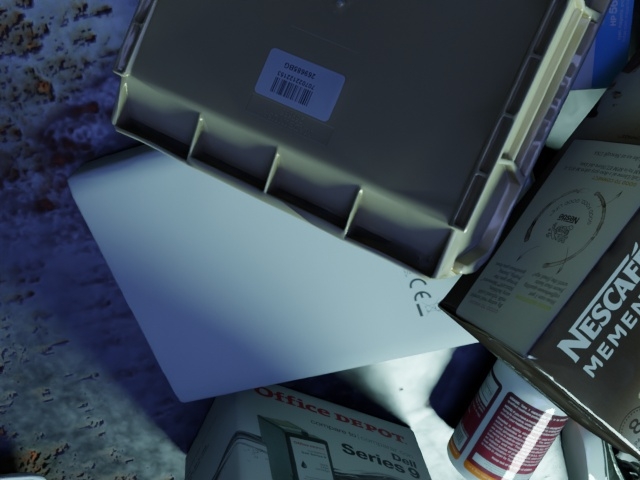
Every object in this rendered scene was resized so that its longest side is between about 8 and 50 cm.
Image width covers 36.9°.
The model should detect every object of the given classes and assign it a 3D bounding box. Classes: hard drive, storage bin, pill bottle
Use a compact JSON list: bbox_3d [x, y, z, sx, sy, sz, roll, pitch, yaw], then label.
[{"bbox_3d":[0.000,0.000,0.778,0.353,0.047,0.233,-14,114,18],"label":"hard drive"},{"bbox_3d":[0.031,-0.142,0.630,0.262,0.123,0.260,26,98,17],"label":"storage bin"},{"bbox_3d":[0.191,0.162,0.917,0.086,0.086,0.152,20,112,-16],"label":"pill bottle"}]

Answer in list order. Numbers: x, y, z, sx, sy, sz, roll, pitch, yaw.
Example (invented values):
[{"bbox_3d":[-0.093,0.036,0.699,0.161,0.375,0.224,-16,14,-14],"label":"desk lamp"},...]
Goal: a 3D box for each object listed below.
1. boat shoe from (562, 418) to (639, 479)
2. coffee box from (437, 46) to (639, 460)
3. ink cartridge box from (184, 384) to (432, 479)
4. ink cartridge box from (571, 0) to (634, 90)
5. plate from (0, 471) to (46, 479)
[{"bbox_3d":[0.298,0.253,0.986,0.070,0.078,0.219,-17,125,2],"label":"boat shoe"},{"bbox_3d":[0.250,-0.009,0.680,0.168,0.119,0.297,40,87,-26],"label":"coffee box"},{"bbox_3d":[-0.002,0.258,0.829,0.211,0.289,0.122,21,108,-17],"label":"ink cartridge box"},{"bbox_3d":[0.157,-0.171,0.748,0.143,0.092,0.090,-4,116,-6],"label":"ink cartridge box"},{"bbox_3d":[-0.393,0.341,0.954,0.277,0.045,0.278,-4,116,-6],"label":"plate"}]
